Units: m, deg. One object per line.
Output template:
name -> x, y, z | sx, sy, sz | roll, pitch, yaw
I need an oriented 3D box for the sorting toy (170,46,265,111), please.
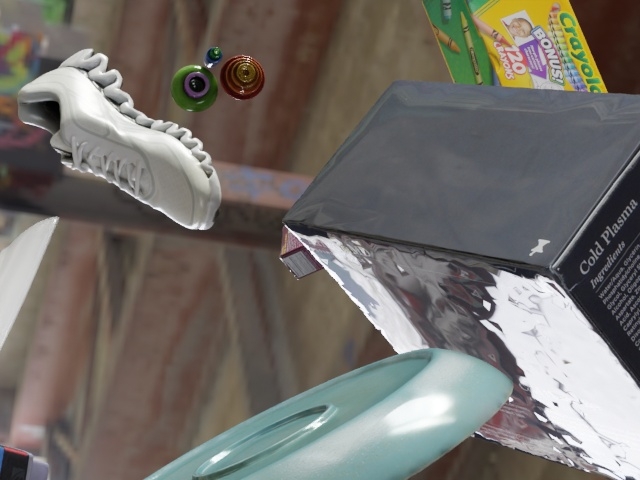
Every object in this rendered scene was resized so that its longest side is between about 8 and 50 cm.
sorting toy -> -0.108, -0.174, 1.747 | 0.042, 0.102, 0.061 | 147, -72, -77

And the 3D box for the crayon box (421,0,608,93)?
crayon box -> 0.253, -0.202, 2.030 | 0.081, 0.165, 0.278 | -44, -120, 51

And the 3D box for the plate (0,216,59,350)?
plate -> -0.390, 0.134, 1.798 | 0.278, 0.045, 0.277 | -51, -163, 42

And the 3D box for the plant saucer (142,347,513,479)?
plant saucer -> -0.028, 0.144, 1.054 | 0.043, 0.318, 0.317 | 63, -19, -3

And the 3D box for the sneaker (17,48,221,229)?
sneaker -> -0.229, -0.100, 1.864 | 0.292, 0.118, 0.110 | 39, -47, 27

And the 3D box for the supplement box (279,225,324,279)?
supplement box -> 0.000, 0.000, 1.875 | 0.083, 0.043, 0.055 | -23, -143, 22

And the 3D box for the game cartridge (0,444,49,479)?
game cartridge -> -0.466, 0.364, 2.104 | 0.355, 0.068, 0.230 | 34, 64, -63

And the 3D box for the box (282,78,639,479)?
box -> 0.199, 0.039, 1.381 | 0.343, 0.312, 0.179 | 11, -122, 53
